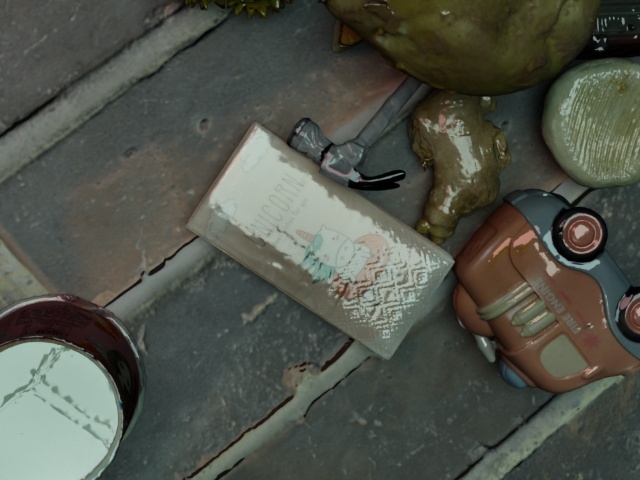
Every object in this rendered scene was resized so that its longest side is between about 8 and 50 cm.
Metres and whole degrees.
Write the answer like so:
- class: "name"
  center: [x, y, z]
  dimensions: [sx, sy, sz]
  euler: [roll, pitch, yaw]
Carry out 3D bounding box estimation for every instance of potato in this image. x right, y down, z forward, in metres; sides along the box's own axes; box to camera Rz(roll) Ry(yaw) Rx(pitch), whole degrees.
- class: "potato"
  center: [0.189, -0.281, 1.258]
  dimensions: [0.288, 0.301, 0.237]
  euler: [-28, 105, 30]

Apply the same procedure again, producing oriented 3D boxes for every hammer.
- class: "hammer"
  center: [0.136, -0.240, 1.373]
  dimensions: [0.152, 0.044, 0.427]
  euler: [34, 72, 11]

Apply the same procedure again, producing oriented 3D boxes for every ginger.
- class: "ginger"
  center: [0.191, -0.103, 1.415]
  dimensions: [0.137, 0.074, 0.213]
  euler: [-5, 90, 8]

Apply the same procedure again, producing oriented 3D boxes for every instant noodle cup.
- class: "instant noodle cup"
  center: [-0.330, 0.194, 1.259]
  dimensions: [0.242, 0.231, 0.243]
  euler: [0, 93, -11]

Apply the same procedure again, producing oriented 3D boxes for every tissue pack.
- class: "tissue pack"
  center: [0.000, 0.000, 1.382]
  dimensions: [0.325, 0.071, 0.170]
  euler: [35, 92, -8]

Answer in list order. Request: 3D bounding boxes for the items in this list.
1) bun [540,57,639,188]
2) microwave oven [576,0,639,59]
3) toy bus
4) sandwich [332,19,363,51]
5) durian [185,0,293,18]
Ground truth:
- class: "bun"
  center: [0.392, -0.164, 1.433]
  dimensions: [0.183, 0.102, 0.184]
  euler: [1, 104, 4]
- class: "microwave oven"
  center: [0.389, -0.367, 1.387]
  dimensions: [0.188, 0.178, 0.248]
  euler: [-3, 93, -7]
- class: "toy bus"
  center: [0.305, 0.078, 1.388]
  dimensions: [0.232, 0.194, 0.288]
  euler: [-37, 98, 2]
- class: "sandwich"
  center: [0.103, -0.343, 1.397]
  dimensions: [0.162, 0.058, 0.193]
  euler: [6, 90, -11]
- class: "durian"
  center: [-0.081, -0.406, 1.277]
  dimensions: [0.292, 0.258, 0.258]
  euler: [-10, 94, -14]
